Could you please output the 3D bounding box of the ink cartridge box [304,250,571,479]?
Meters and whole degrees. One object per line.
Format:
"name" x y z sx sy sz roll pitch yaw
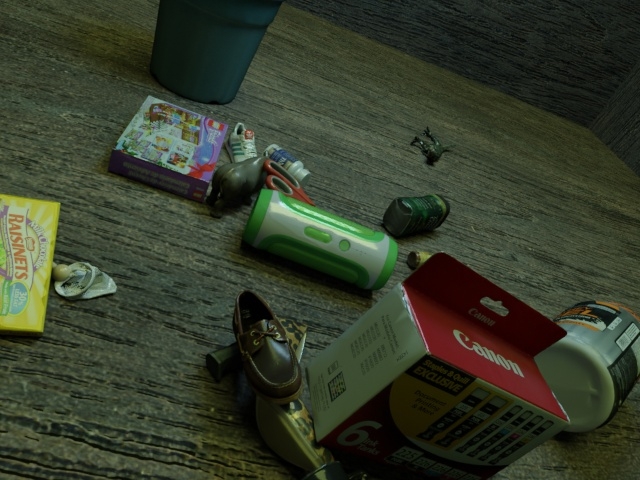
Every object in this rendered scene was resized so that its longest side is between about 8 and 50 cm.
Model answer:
"ink cartridge box" 0.185 0.196 0.779 0.309 0.272 0.130 28 28 -29

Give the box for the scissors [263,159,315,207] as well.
"scissors" -0.011 -0.069 1.227 0.297 0.021 0.109 36 27 -23

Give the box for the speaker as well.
"speaker" 0.000 0.000 1.127 0.297 0.131 0.131 21 33 -10

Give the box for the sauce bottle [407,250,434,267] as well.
"sauce bottle" 0.267 0.051 1.331 0.128 0.042 0.042 9 36 -29

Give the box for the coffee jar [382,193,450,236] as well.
"coffee jar" 0.250 -0.068 1.434 0.184 0.096 0.079 -11 51 -44

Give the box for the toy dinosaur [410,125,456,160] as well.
"toy dinosaur" 0.390 -0.334 1.955 0.118 0.064 0.268 41 32 9

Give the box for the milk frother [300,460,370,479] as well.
"milk frother" 0.045 0.345 0.667 0.143 0.129 0.134 -11 44 -36

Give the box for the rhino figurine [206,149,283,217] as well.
"rhino figurine" -0.156 -0.136 1.222 0.073 0.106 0.243 36 33 12

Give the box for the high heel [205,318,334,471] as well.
"high heel" -0.022 0.214 0.830 0.186 0.093 0.261 -18 45 -41

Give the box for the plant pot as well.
"plant pot" -0.304 -0.583 1.534 0.341 0.334 0.341 20 33 -14

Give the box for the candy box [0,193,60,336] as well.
"candy box" -0.433 0.031 0.786 0.105 0.027 0.205 10 60 -29

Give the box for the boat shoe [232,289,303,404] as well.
"boat shoe" -0.082 0.142 0.783 0.073 0.073 0.207 -14 28 -20

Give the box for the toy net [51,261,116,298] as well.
"toy net" -0.420 0.047 0.825 0.232 0.045 0.122 14 34 -20

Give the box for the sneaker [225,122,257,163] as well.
"sneaker" -0.183 -0.223 1.355 0.057 0.075 0.161 2 40 -34

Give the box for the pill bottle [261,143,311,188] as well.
"pill bottle" -0.085 -0.178 1.370 0.120 0.067 0.067 36 33 14

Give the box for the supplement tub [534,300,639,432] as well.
"supplement tub" 0.535 0.234 1.125 0.316 0.193 0.193 -14 51 -48

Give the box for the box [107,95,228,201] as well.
"box" -0.327 -0.211 1.249 0.201 0.057 0.293 19 33 -12
